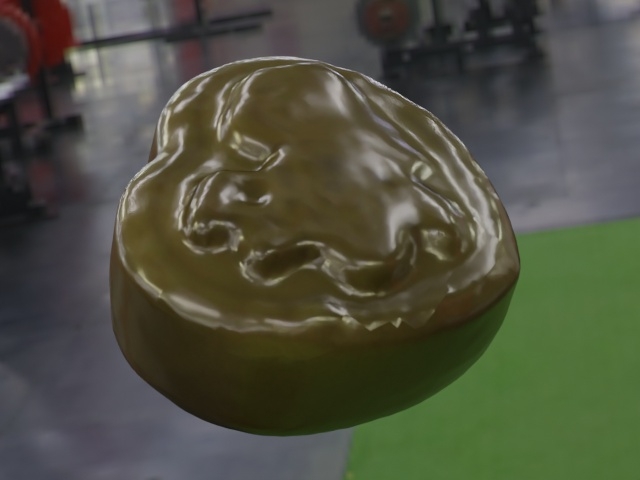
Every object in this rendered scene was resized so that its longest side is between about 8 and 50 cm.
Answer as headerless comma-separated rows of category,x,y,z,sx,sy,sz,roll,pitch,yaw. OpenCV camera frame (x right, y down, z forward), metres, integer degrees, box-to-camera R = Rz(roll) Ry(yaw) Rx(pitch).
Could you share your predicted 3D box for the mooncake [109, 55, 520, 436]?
mooncake,0.000,0.000,1.073,0.234,0.117,0.235,7,44,-7
